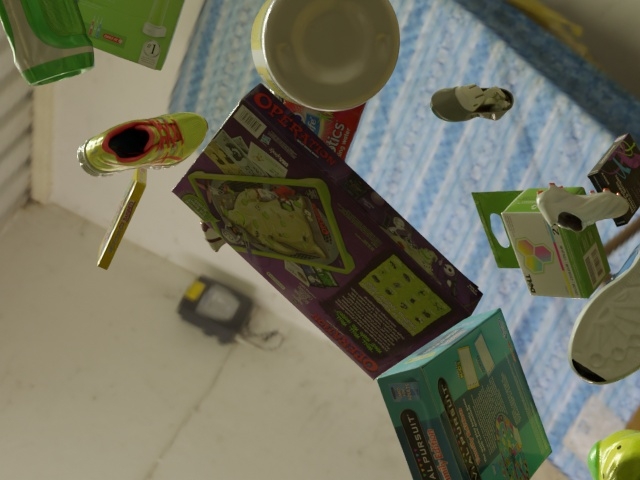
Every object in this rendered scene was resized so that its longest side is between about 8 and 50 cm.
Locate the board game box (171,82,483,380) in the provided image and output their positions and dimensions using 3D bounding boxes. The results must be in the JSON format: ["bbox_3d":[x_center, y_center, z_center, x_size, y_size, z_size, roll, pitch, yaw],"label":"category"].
[{"bbox_3d":[0.000,0.000,1.135,0.208,0.347,0.056,-43,6,43],"label":"board game box"}]

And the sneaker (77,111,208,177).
[{"bbox_3d":[-0.251,-0.148,1.443,0.208,0.082,0.094,-24,1,-32],"label":"sneaker"}]

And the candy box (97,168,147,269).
[{"bbox_3d":[-0.407,-0.049,1.986,0.206,0.027,0.105,-61,17,18],"label":"candy box"}]

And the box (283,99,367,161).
[{"bbox_3d":[-0.007,-0.177,1.593,0.123,0.128,0.257,-63,-6,-72],"label":"box"}]

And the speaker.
[{"bbox_3d":[-0.450,-0.397,1.499,0.131,0.131,0.297,-43,-63,-71],"label":"speaker"}]

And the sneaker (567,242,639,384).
[{"bbox_3d":[0.503,0.125,1.567,0.323,0.130,0.236,-51,-18,-15],"label":"sneaker"}]

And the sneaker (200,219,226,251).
[{"bbox_3d":[-0.100,-0.049,1.474,0.185,0.069,0.084,-23,-57,-23],"label":"sneaker"}]

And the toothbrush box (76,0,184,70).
[{"bbox_3d":[-0.342,-0.484,1.768,0.122,0.206,0.283,-100,30,-69],"label":"toothbrush box"}]

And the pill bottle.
[{"bbox_3d":[-0.004,-0.183,0.895,0.119,0.119,0.208,-65,12,6],"label":"pill bottle"}]

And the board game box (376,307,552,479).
[{"bbox_3d":[0.227,0.268,1.460,0.079,0.254,0.336,-20,0,31],"label":"board game box"}]

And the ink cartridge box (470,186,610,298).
[{"bbox_3d":[0.393,0.005,1.827,0.097,0.255,0.189,-41,-63,-36],"label":"ink cartridge box"}]

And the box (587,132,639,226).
[{"bbox_3d":[0.565,-0.114,1.801,0.029,0.116,0.162,-21,17,49],"label":"box"}]

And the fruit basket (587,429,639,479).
[{"bbox_3d":[0.544,0.398,1.443,0.283,0.392,0.392,17,-81,-56],"label":"fruit basket"}]

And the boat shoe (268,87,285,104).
[{"bbox_3d":[-0.056,-0.323,1.881,0.094,0.109,0.303,143,118,-80],"label":"boat shoe"}]

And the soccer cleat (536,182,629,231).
[{"bbox_3d":[0.443,-0.047,1.625,0.068,0.196,0.076,-44,49,49],"label":"soccer cleat"}]

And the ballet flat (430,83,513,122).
[{"bbox_3d":[0.276,-0.254,1.733,0.213,0.072,0.068,-8,-25,-49],"label":"ballet flat"}]
